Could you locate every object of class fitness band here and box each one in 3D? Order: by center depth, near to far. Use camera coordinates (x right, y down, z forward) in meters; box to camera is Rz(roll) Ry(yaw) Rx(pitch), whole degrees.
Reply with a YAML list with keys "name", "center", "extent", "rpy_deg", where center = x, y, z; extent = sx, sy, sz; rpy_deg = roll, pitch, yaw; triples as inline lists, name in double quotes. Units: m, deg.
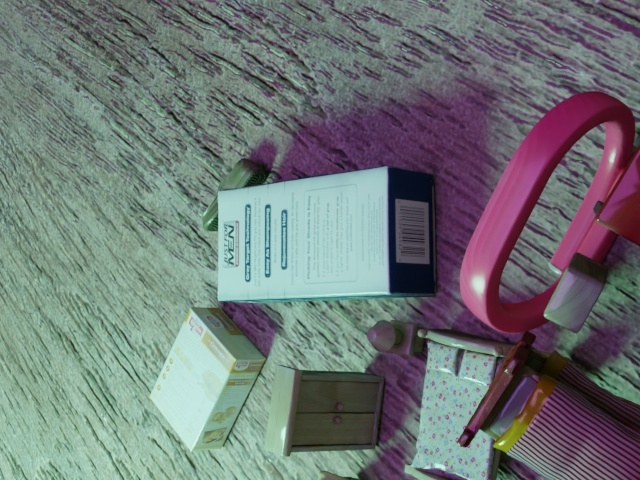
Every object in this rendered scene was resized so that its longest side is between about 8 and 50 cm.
- name: "fitness band"
  center: [0.263, -0.028, 1.168]
  extent: [0.054, 0.209, 0.291]
  rpy_deg: [40, 114, 41]

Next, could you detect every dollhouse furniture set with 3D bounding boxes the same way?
- name: "dollhouse furniture set"
  center: [0.326, 0.101, 1.092]
  extent: [0.201, 0.152, 0.374]
  rpy_deg: [31, 107, 11]
- name: "dollhouse furniture set"
  center: [0.108, 0.262, 1.305]
  extent: [0.355, 0.173, 0.303]
  rpy_deg: [8, 90, 48]

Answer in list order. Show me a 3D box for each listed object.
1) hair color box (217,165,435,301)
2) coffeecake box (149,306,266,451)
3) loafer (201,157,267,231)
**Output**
- name: "hair color box"
  center: [0.000, 0.000, 1.496]
  extent: [0.347, 0.105, 0.174]
  rpy_deg: [-5, 83, 44]
- name: "coffeecake box"
  center: [-0.186, 0.224, 1.686]
  extent: [0.142, 0.068, 0.185]
  rpy_deg: [43, 116, 38]
- name: "loafer"
  center: [-0.143, -0.074, 1.683]
  extent: [0.148, 0.056, 0.050]
  rpy_deg: [-46, 56, 20]
